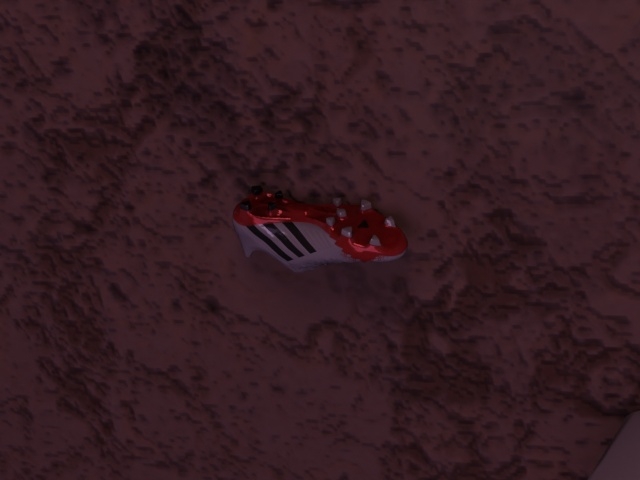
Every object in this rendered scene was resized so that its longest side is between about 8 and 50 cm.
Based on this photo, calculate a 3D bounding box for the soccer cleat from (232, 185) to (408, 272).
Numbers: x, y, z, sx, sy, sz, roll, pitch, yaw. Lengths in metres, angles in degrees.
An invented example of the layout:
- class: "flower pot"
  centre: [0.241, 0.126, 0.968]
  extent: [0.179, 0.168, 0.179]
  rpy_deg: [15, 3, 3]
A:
- class: "soccer cleat"
  centre: [0.000, 0.000, 0.748]
  extent: [0.083, 0.029, 0.036]
  rpy_deg: [11, 130, 21]

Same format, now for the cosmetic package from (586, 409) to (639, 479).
- class: "cosmetic package"
  centre: [0.315, 0.154, 0.619]
  extent: [0.377, 0.097, 0.284]
  rpy_deg: [-24, 104, 43]
